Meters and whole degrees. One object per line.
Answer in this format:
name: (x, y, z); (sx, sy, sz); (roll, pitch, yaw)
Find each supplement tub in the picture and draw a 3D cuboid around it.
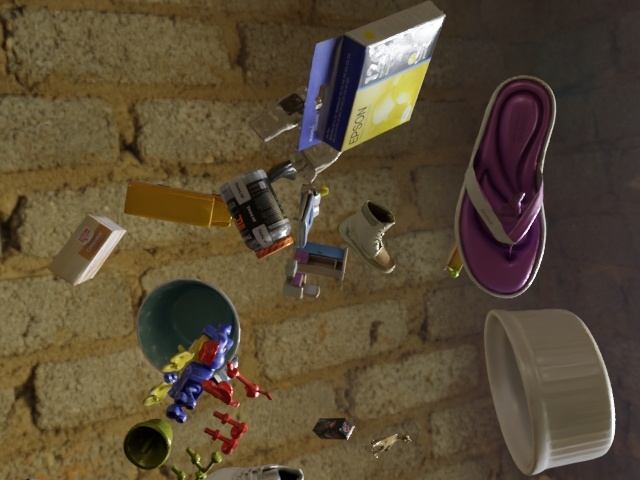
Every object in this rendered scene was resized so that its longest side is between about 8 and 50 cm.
supplement tub: (-0.144, -0.060, 1.274); (0.116, 0.191, 0.117); (-26, 180, 0)

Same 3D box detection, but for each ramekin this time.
ramekin: (0.386, 0.249, 0.953); (0.135, 0.278, 0.277); (-9, -176, 4)

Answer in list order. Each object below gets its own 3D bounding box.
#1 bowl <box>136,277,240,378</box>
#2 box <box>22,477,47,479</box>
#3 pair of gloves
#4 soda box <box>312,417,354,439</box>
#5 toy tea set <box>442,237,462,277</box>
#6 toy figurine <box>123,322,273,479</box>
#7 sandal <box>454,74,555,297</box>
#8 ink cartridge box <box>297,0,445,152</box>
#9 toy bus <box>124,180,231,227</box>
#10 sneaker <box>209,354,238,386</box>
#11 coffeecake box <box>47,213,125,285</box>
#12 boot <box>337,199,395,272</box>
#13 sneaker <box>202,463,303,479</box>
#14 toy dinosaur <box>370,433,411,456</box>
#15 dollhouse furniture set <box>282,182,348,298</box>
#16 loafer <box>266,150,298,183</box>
bowl: (-0.382, 0.252, 1.684); (0.311, 0.312, 0.163); (-4, -174, 4)
box: (-0.736, 0.803, 1.557); (0.060, 0.216, 0.270); (-24, 142, 23)
pair of gloves: (-0.042, -0.287, 1.457); (0.204, 0.240, 0.042); (-44, 169, -18)
soda box: (0.044, 0.688, 2.018); (0.169, 0.053, 0.060); (-26, -159, 52)
toy tea set: (0.435, -0.052, 1.413); (0.124, 0.336, 0.200); (26, 150, 12)
toy figurine: (-0.226, 0.286, 1.091); (0.191, 0.363, 0.217); (29, -150, -9)
sandal: (0.340, -0.097, 1.023); (0.169, 0.417, 0.102); (4, -175, 13)
ink cartridge box: (0.105, -0.333, 1.200); (0.307, 0.072, 0.304); (-32, 158, -25)
toy bus: (-0.450, -0.114, 1.786); (0.332, 0.108, 0.130); (10, -174, -15)
sneaker: (-0.406, 0.447, 2.098); (0.086, 0.226, 0.163); (-25, -173, 29)
coffeecake box: (-0.518, 0.018, 1.242); (0.068, 0.142, 0.185); (36, 175, -10)
boot: (0.169, -0.009, 1.612); (0.165, 0.213, 0.077); (-42, -173, 48)
sneaker: (-0.182, 0.654, 1.510); (0.297, 0.111, 0.129); (6, 140, -32)
toy dinosaur: (0.188, 0.606, 1.658); (0.183, 0.053, 0.093); (4, 139, -41)
dollhouse furniture set: (0.000, 0.000, 1.893); (0.198, 0.304, 0.286); (9, -140, 3)
loafer: (-0.081, -0.190, 1.500); (0.170, 0.061, 0.062); (-36, -156, -29)
